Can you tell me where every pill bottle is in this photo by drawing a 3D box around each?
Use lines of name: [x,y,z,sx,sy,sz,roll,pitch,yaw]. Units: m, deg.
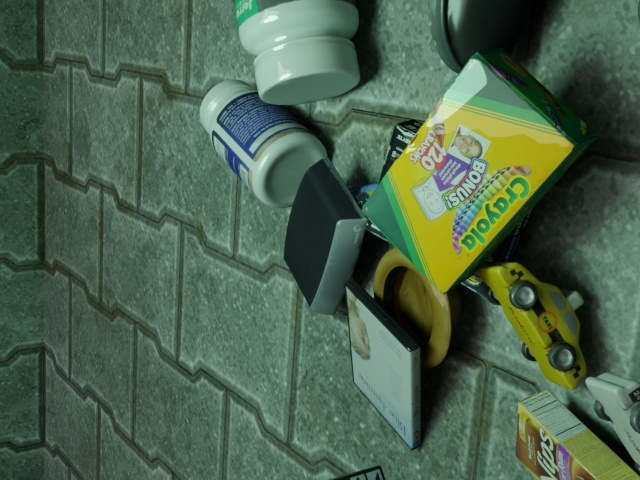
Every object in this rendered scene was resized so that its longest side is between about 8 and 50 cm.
pill bottle: [-0.048,-0.424,1.422,0.204,0.204,0.360,-20,79,53]
pill bottle: [-0.114,-0.189,1.591,0.264,0.153,0.153,47,130,40]

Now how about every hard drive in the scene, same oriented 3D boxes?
hard drive: [0.000,0.000,1.467,0.172,0.054,0.254,60,150,33]

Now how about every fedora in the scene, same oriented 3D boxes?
fedora: [0.160,0.097,1.313,0.194,0.079,0.194,28,126,48]

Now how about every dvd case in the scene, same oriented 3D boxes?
dvd case: [0.101,0.203,1.378,0.180,0.022,0.253,44,152,41]

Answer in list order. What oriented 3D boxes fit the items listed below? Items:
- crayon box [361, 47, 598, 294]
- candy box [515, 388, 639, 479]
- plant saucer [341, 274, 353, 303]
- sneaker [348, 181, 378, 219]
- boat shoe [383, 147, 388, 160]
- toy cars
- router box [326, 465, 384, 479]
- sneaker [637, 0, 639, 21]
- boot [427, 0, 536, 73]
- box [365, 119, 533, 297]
crayon box: [0.193,-0.084,1.085,0.165,0.081,0.278,47,128,15]
candy box: [0.327,0.293,1.091,0.186,0.053,0.109,-132,29,-51]
plant saucer: [0.026,0.059,1.543,0.119,0.021,0.119,9,101,53]
sneaker: [0.088,-0.063,1.417,0.069,0.082,0.209,71,163,-6]
boat shoe: [0.190,-0.117,1.246,0.233,0.079,0.083,14,104,51]
toy cars: [0.347,0.159,1.050,0.393,0.087,0.176,51,171,36]
router box: [-0.058,0.497,1.532,0.309,0.243,0.081,-37,65,49]
sneaker: [0.393,-0.220,0.958,0.061,0.065,0.157,-43,58,48]
boot: [0.340,-0.347,0.960,0.445,0.146,0.366,23,111,47]
box: [0.180,-0.048,1.198,0.220,0.051,0.175,30,122,28]
